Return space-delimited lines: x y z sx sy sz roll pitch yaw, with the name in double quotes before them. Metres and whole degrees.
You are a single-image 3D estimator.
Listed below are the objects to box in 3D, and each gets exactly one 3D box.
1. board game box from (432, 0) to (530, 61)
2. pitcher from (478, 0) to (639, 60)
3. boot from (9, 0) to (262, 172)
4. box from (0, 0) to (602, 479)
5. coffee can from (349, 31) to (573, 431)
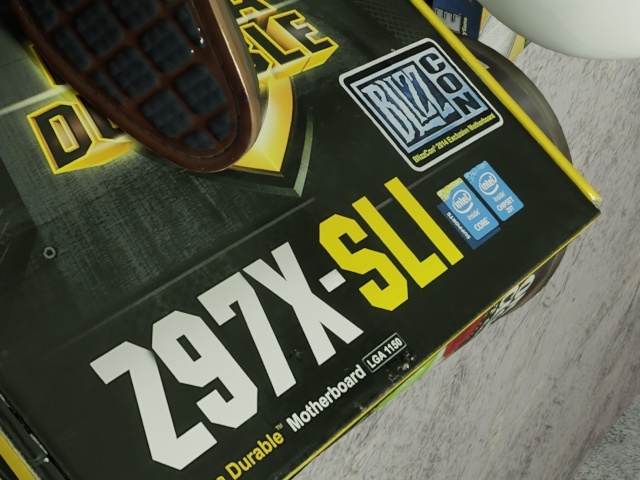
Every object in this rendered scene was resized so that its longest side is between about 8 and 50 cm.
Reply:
"board game box" 0.163 -0.232 0.984 0.243 0.042 0.165 -45 151 -38
"pitcher" 0.110 -0.178 0.755 0.177 0.207 0.126 -39 149 -38
"boot" -0.071 -0.132 0.463 0.082 0.219 0.106 -30 -175 33
"box" -0.058 -0.033 0.513 0.322 0.257 0.079 -31 170 -47
"coffee can" 0.000 0.000 0.751 0.275 0.201 0.202 -28 142 -51
